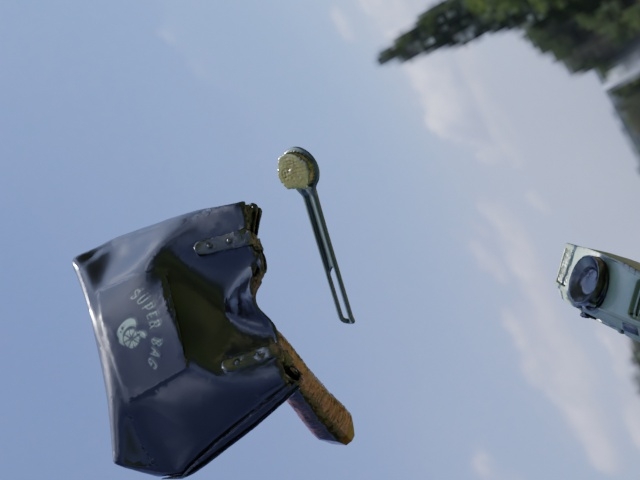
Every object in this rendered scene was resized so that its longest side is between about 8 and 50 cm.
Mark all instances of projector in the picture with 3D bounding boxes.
[{"bbox_3d":[0.397,0.075,1.796,0.193,0.088,0.269,16,-175,-23],"label":"projector"}]

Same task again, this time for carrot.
[{"bbox_3d":[-0.034,0.207,2.157,0.314,0.066,0.066,55,-166,-43],"label":"carrot"}]

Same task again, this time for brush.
[{"bbox_3d":[0.000,0.000,1.952,0.027,0.062,0.266,-39,-61,-43],"label":"brush"}]

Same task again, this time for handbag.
[{"bbox_3d":[-0.164,0.117,1.879,0.152,0.288,0.342,11,-123,-53],"label":"handbag"}]
